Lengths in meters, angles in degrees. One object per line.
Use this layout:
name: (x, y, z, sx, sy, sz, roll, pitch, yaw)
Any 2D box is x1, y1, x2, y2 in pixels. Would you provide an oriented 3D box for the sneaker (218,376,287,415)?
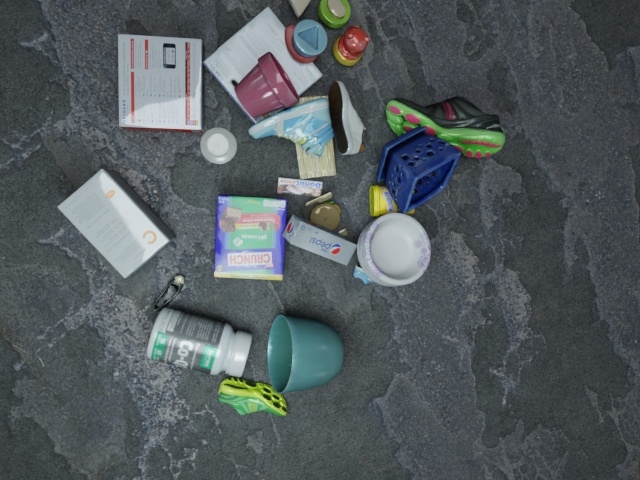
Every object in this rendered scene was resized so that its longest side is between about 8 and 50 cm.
sneaker: (-0.275, 0.648, 1.935, 0.295, 0.109, 0.124, 23, 115, -10)

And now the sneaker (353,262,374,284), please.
sneaker: (0.207, 0.151, 1.961, 0.162, 0.063, 0.073, 23, 115, -9)

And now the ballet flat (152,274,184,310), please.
ballet flat: (-0.596, 0.211, 1.871, 0.057, 0.049, 0.173, 37, 90, -9)

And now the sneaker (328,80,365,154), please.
sneaker: (0.108, -0.481, 1.878, 0.123, 0.106, 0.290, -9, 90, -37)

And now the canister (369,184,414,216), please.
canister: (0.291, -0.163, 1.925, 0.169, 0.073, 0.126, -3, 94, -8)

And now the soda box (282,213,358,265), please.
soda box: (0.000, 0.000, 1.838, 0.286, 0.091, 0.098, 22, 101, -34)

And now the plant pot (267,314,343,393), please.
plant pot: (-0.052, 0.438, 1.847, 0.235, 0.293, 0.293, 5, 95, -24)

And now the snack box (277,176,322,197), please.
snack box: (-0.083, -0.212, 1.903, 0.178, 0.022, 0.064, 5, 94, -7)

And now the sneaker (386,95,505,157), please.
sneaker: (0.491, -0.471, 1.893, 0.482, 0.185, 0.202, 15, 63, -4)

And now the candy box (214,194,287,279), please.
candy box: (-0.274, -0.012, 1.851, 0.268, 0.122, 0.317, 3, 96, -8)

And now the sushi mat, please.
sushi mat: (-0.027, -0.404, 1.864, 0.151, 0.019, 0.317, -9, 108, -4)

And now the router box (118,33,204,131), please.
router box: (-0.592, -0.584, 1.781, 0.301, 0.082, 0.336, 2, 95, -6)

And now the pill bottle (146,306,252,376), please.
pill bottle: (-0.458, 0.397, 1.826, 0.361, 0.204, 0.204, 16, 93, -7)

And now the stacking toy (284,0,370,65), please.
stacking toy: (0.025, -0.811, 1.770, 0.308, 0.130, 0.280, -8, 90, -19)

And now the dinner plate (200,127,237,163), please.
dinner plate: (-0.399, -0.372, 1.857, 0.141, 0.017, 0.141, -1, 96, -5)

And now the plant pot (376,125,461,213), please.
plant pot: (0.356, -0.281, 1.812, 0.236, 0.236, 0.212, -32, 67, -20)

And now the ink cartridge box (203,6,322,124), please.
ink cartridge box: (-0.218, -0.655, 1.824, 0.330, 0.071, 0.324, -40, 100, 0)

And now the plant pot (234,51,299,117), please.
plant pot: (-0.203, -0.547, 1.718, 0.180, 0.201, 0.201, -29, 98, 12)

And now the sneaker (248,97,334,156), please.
sneaker: (-0.095, -0.391, 1.784, 0.319, 0.127, 0.208, -19, 107, 1)

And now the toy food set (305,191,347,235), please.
toy food set: (0.023, -0.093, 1.924, 0.132, 0.038, 0.192, -22, 108, 1)

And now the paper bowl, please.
paper bowl: (0.281, 0.040, 1.885, 0.284, 0.148, 0.284, 3, 80, -16)

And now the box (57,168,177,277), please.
box: (-0.745, -0.065, 1.770, 0.215, 0.168, 0.345, -41, 98, -2)
